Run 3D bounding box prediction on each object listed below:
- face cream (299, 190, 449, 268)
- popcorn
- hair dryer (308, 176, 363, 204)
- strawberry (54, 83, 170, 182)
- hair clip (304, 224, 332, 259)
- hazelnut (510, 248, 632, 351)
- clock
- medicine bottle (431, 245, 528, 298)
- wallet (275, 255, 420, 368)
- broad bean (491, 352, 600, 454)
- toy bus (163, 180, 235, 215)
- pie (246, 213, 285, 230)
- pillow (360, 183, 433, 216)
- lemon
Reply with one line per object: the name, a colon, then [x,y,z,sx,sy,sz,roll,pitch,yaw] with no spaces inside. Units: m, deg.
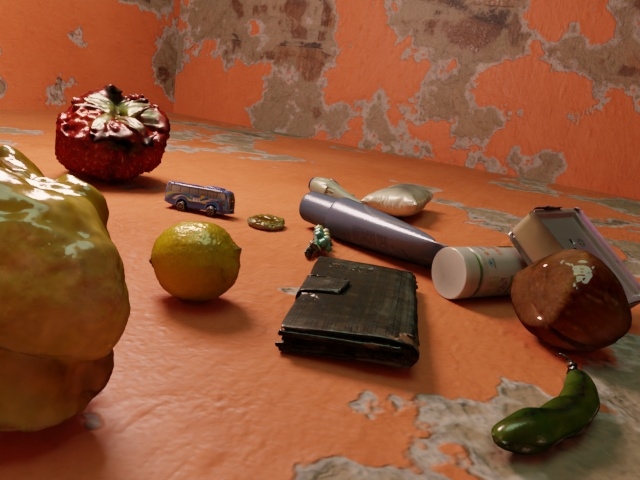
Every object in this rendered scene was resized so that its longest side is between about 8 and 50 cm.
face cream: [0.110,-0.018,1.096,0.385,0.086,0.135,23,-12,41]
popcorn: [-0.251,0.028,0.465,0.190,0.254,0.191,-28,-5,7]
hair dryer: [0.079,-0.110,1.515,0.199,0.067,0.167,13,16,-48]
strawberry: [-0.512,-0.238,1.381,0.261,0.258,0.261,13,41,-12]
hair clip: [0.001,0.000,1.069,0.049,0.049,0.173,9,14,2]
hazelnut: [0.347,0.085,0.776,0.143,0.143,0.154,2,-1,-22]
clock: [0.416,0.038,0.911,0.147,0.071,0.192,-4,56,-38]
medicine bottle: [0.283,0.052,0.937,0.183,0.086,0.086,0,18,-29]
wallet: [0.052,0.084,0.777,0.169,0.044,0.317,9,15,7]
broad bean: [0.243,0.172,0.576,0.069,0.039,0.226,26,22,32]
toy bus: [-0.259,-0.091,1.211,0.153,0.061,0.051,10,10,12]
pie: [-0.113,-0.040,1.179,0.084,0.020,0.084,8,16,-2]
pillow: [0.207,-0.109,1.485,0.144,0.078,0.254,10,13,19]
lemon: [-0.167,0.027,0.746,0.133,0.109,0.109,-5,12,16]
